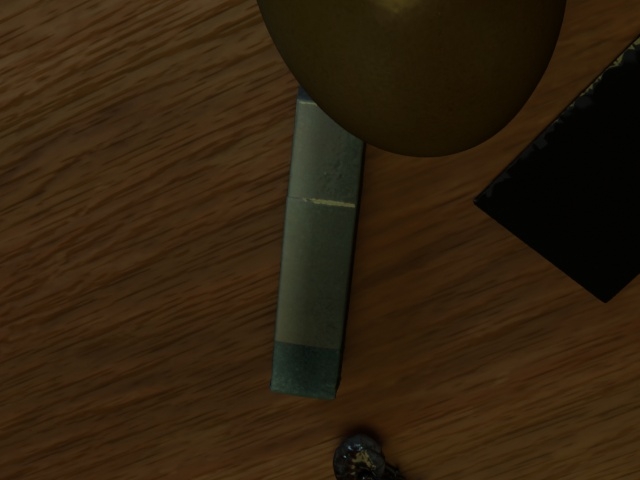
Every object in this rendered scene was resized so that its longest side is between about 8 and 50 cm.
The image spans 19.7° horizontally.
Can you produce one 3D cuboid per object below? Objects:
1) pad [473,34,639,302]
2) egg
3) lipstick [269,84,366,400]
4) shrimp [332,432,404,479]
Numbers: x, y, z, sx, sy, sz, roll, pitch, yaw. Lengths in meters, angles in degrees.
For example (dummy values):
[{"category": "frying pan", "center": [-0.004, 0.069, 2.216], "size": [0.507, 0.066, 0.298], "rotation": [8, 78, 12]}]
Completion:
[{"category": "pad", "center": [0.276, -0.066, 1.651], "size": [0.170, 0.006, 0.245], "rotation": [36, 120, -14]}, {"category": "egg", "center": [0.072, -0.213, 1.449], "size": [0.250, 0.250, 0.322], "rotation": [-7, 124, 13]}, {"category": "lipstick", "center": [0.000, 0.000, 1.699], "size": [0.068, 0.066, 0.317], "rotation": [8, 122, 4]}, {"category": "shrimp", "center": [0.071, 0.261, 1.854], "size": [0.065, 0.056, 0.165], "rotation": [-38, 112, 20]}]
